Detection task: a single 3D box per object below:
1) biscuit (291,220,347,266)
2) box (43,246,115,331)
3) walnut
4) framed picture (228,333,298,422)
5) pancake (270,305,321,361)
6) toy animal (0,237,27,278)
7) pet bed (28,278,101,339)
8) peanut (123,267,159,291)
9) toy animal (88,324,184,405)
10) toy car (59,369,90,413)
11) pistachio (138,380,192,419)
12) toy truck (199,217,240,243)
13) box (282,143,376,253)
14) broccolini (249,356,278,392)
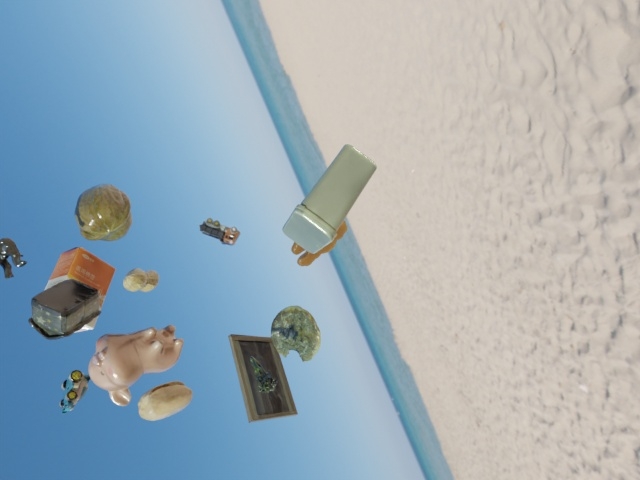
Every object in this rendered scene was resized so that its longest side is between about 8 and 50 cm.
[{"bbox_3d":[-0.002,-0.002,2.020,0.044,0.295,0.186,46,163,42],"label":"biscuit"},{"bbox_3d":[-1.147,0.231,2.019,0.225,0.143,0.341,51,-146,-47],"label":"box"},{"bbox_3d":[-0.974,-0.123,1.916,0.227,0.282,0.283,62,-176,-53],"label":"walnut"},{"bbox_3d":[-0.295,0.695,2.205,0.326,0.028,0.446,18,-138,-49],"label":"framed picture"},{"bbox_3d":[-0.103,0.394,1.815,0.037,0.253,0.254,-14,-101,-61],"label":"pancake"},{"bbox_3d":[-1.189,0.072,1.543,0.114,0.244,0.146,131,130,-78],"label":"toy animal"},{"bbox_3d":[-1.001,0.279,1.691,0.211,0.183,0.159,-56,-17,-65],"label":"pet bed"},{"bbox_3d":[-0.622,0.139,1.499,0.187,0.082,0.082,31,-145,-78],"label":"peanut"},{"bbox_3d":[-0.673,0.423,1.565,0.237,0.269,0.326,46,-171,27],"label":"toy animal"},{"bbox_3d":[-0.991,0.614,1.742,0.098,0.126,0.162,16,-136,-37],"label":"toy car"},{"bbox_3d":[-0.866,0.895,2.385,0.299,0.187,0.188,-1,-118,-49],"label":"pistachio"},{"bbox_3d":[-0.491,-0.041,2.077,0.083,0.192,0.092,128,162,-78],"label":"toy truck"},{"bbox_3d":[0.029,-0.154,1.670,0.177,0.344,0.352,35,164,-4],"label":"box"},{"bbox_3d":[-0.231,0.516,1.644,0.073,0.058,0.201,21,-178,-32],"label":"broccolini"}]
